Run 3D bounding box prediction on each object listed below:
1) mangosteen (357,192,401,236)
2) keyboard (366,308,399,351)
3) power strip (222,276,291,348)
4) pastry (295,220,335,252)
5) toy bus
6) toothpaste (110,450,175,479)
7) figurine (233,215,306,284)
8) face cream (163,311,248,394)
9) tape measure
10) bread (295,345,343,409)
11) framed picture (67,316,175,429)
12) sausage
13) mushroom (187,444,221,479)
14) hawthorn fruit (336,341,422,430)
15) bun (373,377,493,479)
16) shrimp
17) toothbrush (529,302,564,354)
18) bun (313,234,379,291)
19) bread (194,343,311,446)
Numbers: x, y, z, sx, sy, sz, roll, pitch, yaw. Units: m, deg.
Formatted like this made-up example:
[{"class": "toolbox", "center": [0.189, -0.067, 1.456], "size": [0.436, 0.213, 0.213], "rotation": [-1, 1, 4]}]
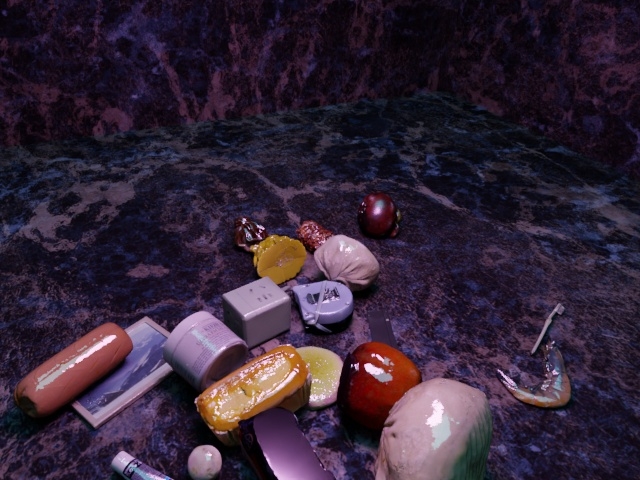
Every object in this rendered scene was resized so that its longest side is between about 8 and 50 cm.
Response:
[{"class": "mangosteen", "center": [0.242, -0.096, 2.106], "size": [0.200, 0.199, 0.199], "rotation": [2, 33, -1]}, {"class": "keyboard", "center": [0.192, 0.293, 1.619], "size": [0.072, 0.023, 0.231], "rotation": [-7, 33, -1]}, {"class": "power strip", "center": [-0.171, 0.209, 1.618], "size": [0.225, 0.139, 0.140], "rotation": [-21, 39, -31]}, {"class": "pastry", "center": [-0.002, 0.001, 1.996], "size": [0.115, 0.097, 0.209], "rotation": [-30, 46, -25]}, {"class": "toy bus", "center": [-0.067, 0.508, 1.155], "size": [0.128, 0.147, 0.303], "rotation": [-18, 40, -27]}, {"class": "toothpaste", "center": [-0.385, 0.544, 1.182], "size": [0.194, 0.045, 0.071], "rotation": [22, 46, 18]}, {"class": "figurine", "center": [-0.216, 0.025, 1.924], "size": [0.187, 0.168, 0.315], "rotation": [-44, 37, -14]}, {"class": "face cream", "center": [-0.306, 0.303, 1.416], "size": [0.153, 0.177, 0.177], "rotation": [32, 43, 25]}, {"class": "tape measure", "center": [0.014, 0.204, 1.671], "size": [0.181, 0.107, 0.182], "rotation": [-15, 34, -14]}, {"class": "bread", "center": [-0.029, 0.375, 1.468], "size": [0.229, 0.033, 0.228], "rotation": [2, 33, -1]}, {"class": "framed picture", "center": [-0.554, 0.355, 1.479], "size": [0.248, 0.022, 0.335], "rotation": [25, 39, 31]}, {"class": "sausage", "center": [-0.641, 0.335, 1.377], "size": [0.121, 0.121, 0.304], "rotation": [22, 40, 27]}, {"class": "mushroom", "center": [-0.264, 0.512, 1.209], "size": [0.084, 0.083, 0.067], "rotation": [21, -3, 27]}, {"class": "hawthorn fruit", "center": [0.165, 0.372, 1.333], "size": [0.250, 0.215, 0.215], "rotation": [14, 35, 20]}, {"class": "bun", "center": [0.231, 0.449, 1.109], "size": [0.235, 0.325, 0.362], "rotation": [15, 30, 25]}, {"class": "shrimp", "center": [0.603, 0.358, 1.506], "size": [0.198, 0.051, 0.261], "rotation": [8, 42, 9]}, {"class": "toothbrush", "center": [0.717, 0.277, 1.670], "size": [0.028, 0.026, 0.294], "rotation": [38, 45, 22]}, {"class": "bun", "center": [0.079, 0.094, 1.764], "size": [0.231, 0.231, 0.133], "rotation": [14, 51, 17]}, {"class": "bread", "center": [-0.161, 0.391, 1.333], "size": [0.288, 0.119, 0.152], "rotation": [-26, 41, -23]}]
